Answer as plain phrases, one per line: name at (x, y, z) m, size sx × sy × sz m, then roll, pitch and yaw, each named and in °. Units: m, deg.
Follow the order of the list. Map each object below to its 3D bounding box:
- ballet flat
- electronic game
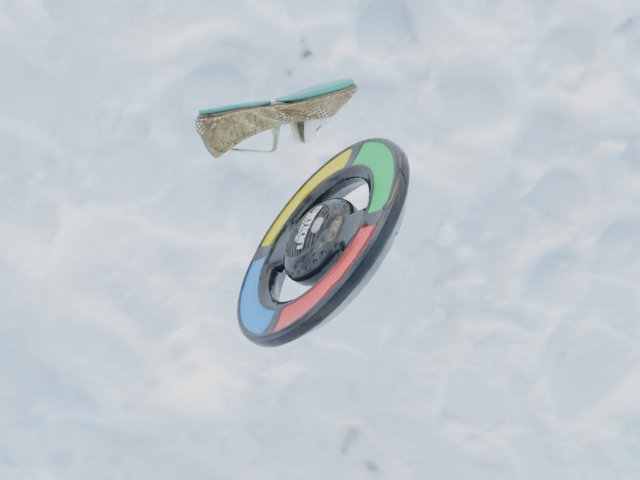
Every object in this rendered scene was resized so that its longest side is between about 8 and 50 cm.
ballet flat at (-0.048, -0.141, 1.572) m, size 0.206 × 0.073 × 0.067 m, roll -14°, pitch 103°, yaw -16°
electronic game at (0.000, 0.000, 1.240) m, size 0.048 × 0.229 × 0.229 m, roll 37°, pitch 72°, yaw -22°
